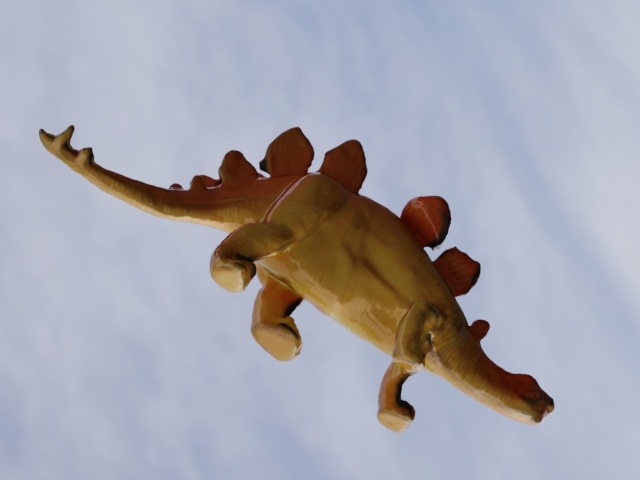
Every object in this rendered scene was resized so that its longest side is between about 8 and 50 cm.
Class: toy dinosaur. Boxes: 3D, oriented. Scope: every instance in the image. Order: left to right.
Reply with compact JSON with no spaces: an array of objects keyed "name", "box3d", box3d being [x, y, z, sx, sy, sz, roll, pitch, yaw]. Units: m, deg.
[{"name":"toy dinosaur","box3d":[0.000,0.000,0.947,0.288,0.070,0.117,32,-128,-1]}]
